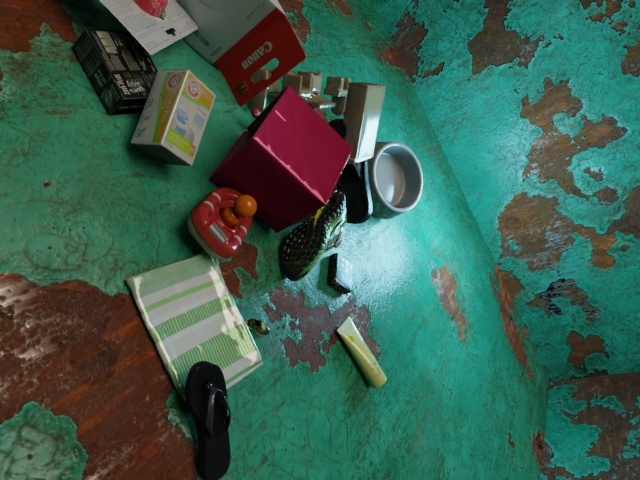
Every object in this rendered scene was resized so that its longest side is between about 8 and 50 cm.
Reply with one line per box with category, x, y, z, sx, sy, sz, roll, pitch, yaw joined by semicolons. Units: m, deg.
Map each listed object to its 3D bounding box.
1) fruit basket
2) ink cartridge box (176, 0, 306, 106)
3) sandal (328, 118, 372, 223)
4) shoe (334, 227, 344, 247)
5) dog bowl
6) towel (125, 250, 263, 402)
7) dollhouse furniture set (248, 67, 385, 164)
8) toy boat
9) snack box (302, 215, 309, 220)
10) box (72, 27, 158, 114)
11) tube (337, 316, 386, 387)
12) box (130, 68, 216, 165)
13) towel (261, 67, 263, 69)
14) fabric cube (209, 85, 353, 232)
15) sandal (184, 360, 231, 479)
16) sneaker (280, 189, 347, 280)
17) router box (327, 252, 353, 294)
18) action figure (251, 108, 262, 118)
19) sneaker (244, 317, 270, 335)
fruit basket;-0.504;-0.649;1.081;0.353;0.166;0.327;51;28;-27
ink cartridge box;-0.262;-0.635;1.264;0.384;0.308;0.091;60;36;-11
sandal;0.101;-0.285;1.653;0.107;0.168;0.445;8;65;-55
shoe;0.054;-0.066;1.575;0.076;0.058;0.218;56;35;-49
dog bowl;0.311;-0.270;1.867;0.349;0.102;0.348;2;86;-35
towel;-0.279;0.198;1.003;0.248;0.038;0.324;-24;90;-54
dollhouse furniture set;0.001;-0.450;1.520;0.362;0.395;0.256;-30;134;-55
toy boat;-0.228;-0.065;1.099;0.151;0.151;0.231;53;20;-19
snack box;-0.075;-0.222;1.484;0.187;0.060;0.321;-1;72;-50
box;-0.484;-0.413;1.049;0.180;0.078;0.147;62;35;-6
tube;0.137;0.377;1.425;0.240;0.062;0.070;59;-5;-2
box;-0.357;-0.301;1.047;0.114;0.103;0.203;37;65;-61
towel;-0.243;-0.655;1.557;0.083;0.009;0.060;59;37;-11
fabric cube;-0.108;-0.224;1.225;0.258;0.254;0.259;39;51;-20
sandal;-0.223;0.379;0.909;0.097;0.055;0.254;-13;95;-55
sneaker;0.000;0.000;1.367;0.343;0.134;0.146;-55;142;-29
router box;0.071;0.117;1.500;0.092;0.038;0.122;37;45;-36
action figure;-0.095;-0.337;1.370;0.280;0.139;0.091;39;49;-18
sneaker;-0.163;0.231;1.135;0.083;0.035;0.031;33;48;-37
